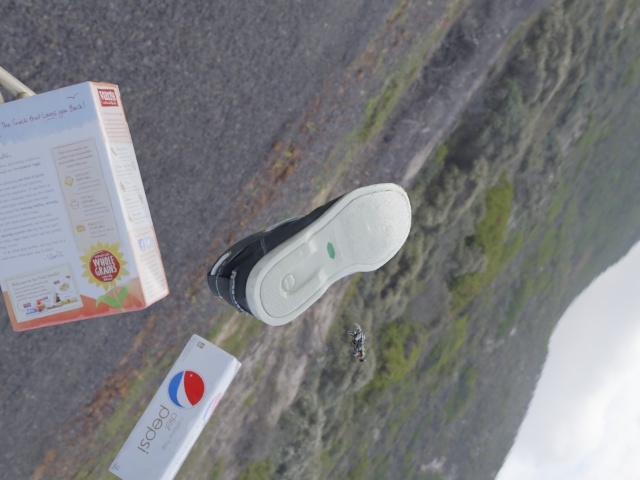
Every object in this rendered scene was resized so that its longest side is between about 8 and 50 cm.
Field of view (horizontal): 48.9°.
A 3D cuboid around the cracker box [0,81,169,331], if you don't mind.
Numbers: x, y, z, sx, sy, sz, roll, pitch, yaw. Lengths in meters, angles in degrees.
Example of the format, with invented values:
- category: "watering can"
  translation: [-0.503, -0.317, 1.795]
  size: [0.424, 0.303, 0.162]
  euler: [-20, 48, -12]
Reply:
- category: "cracker box"
  translation: [-0.265, -0.034, 0.733]
  size: [0.067, 0.156, 0.232]
  euler: [-44, 122, -75]

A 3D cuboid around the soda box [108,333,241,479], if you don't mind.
- category: "soda box"
  translation: [-0.201, 0.246, 0.997]
  size: [0.216, 0.074, 0.069]
  euler: [-59, 168, -14]

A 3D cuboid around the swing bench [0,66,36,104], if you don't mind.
- category: "swing bench"
  translation: [-0.496, -0.139, 0.791]
  size: [0.253, 0.165, 0.254]
  euler: [-30, 137, 5]

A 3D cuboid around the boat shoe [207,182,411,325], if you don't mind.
- category: "boat shoe"
  translation: [0.000, 0.000, 0.657]
  size: [0.233, 0.079, 0.083]
  euler: [-28, 114, -40]

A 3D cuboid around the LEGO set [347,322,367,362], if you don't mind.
- category: "LEGO set"
  translation: [0.063, 0.161, 1.101]
  size: [0.083, 0.024, 0.054]
  euler: [-109, -161, -53]
